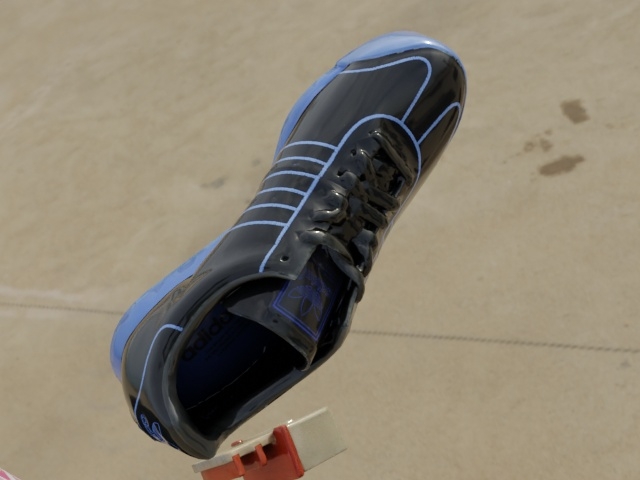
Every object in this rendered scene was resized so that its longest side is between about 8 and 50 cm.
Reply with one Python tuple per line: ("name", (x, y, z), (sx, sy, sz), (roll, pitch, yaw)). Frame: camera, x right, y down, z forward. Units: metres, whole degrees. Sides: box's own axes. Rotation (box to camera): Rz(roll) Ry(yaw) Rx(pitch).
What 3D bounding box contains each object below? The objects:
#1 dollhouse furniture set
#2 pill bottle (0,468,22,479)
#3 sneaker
("dollhouse furniture set", (-0.012, 0.313, 0.908), (0.135, 0.259, 0.262), (-18, -9, -40))
("pill bottle", (-0.176, 0.248, 0.561), (0.160, 0.283, 0.160), (-21, 45, 22))
("sneaker", (0.000, 0.000, 0.420), (0.232, 0.081, 0.090), (-51, 28, -5))
